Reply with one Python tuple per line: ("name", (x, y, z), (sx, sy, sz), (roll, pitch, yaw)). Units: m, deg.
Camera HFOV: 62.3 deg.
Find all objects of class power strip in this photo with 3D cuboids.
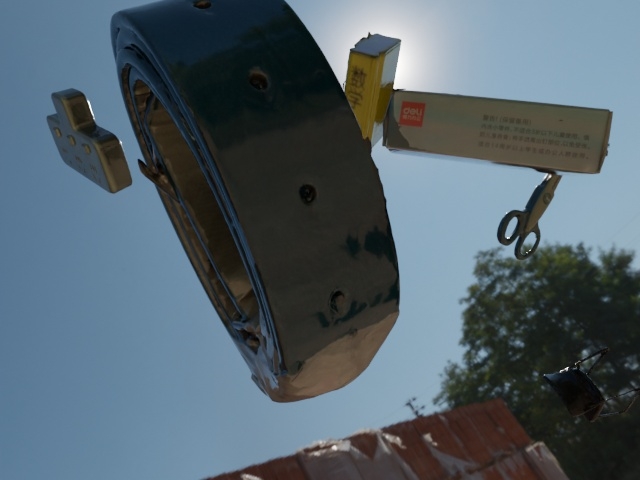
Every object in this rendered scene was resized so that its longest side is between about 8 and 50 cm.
("power strip", (-0.506, -0.222, 1.122), (0.059, 0.264, 0.194), (-33, -47, -33))

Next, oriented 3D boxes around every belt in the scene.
("belt", (-0.071, -0.041, 0.570), (0.173, 0.300, 0.437), (-29, -76, -20))

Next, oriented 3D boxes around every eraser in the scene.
("eraser", (0.099, -0.302, 1.096), (0.158, 0.069, 0.226), (-48, -29, -48))

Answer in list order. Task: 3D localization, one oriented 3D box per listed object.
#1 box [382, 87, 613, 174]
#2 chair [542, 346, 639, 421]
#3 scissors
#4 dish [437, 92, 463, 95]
("box", (0.221, -0.140, 0.699), (0.135, 0.269, 0.079), (-18, -63, -74))
("chair", (0.695, 0.402, 1.396), (0.221, 0.140, 0.145), (-15, -43, -16))
("scissors", (0.529, -0.095, 1.278), (0.138, 0.041, 0.289), (35, -97, -25))
("dish", (0.394, -0.316, 1.486), (0.236, 0.227, 0.086), (-39, -20, -46))
